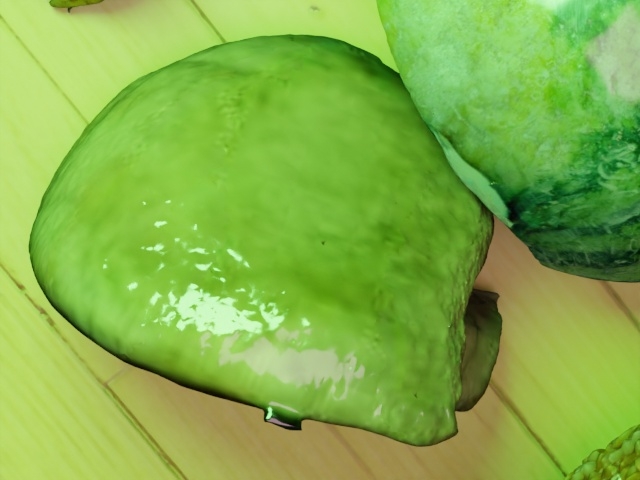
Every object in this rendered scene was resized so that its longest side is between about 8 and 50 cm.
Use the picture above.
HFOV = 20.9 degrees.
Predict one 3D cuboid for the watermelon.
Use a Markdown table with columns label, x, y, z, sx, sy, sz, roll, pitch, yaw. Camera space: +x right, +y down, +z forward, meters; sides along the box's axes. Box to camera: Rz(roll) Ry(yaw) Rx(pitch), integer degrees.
| label | x | y | z | sx | sy | sz | roll | pitch | yaw |
| --- | --- | --- | --- | --- | --- | --- | --- | --- | --- |
| watermelon | 0.189 | -0.094 | 1.019 | 0.224 | 0.180 | 0.305 | -37 | 106 | 17 |

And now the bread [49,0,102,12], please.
| label | x | y | z | sx | sy | sz | roll | pitch | yaw |
| --- | --- | --- | --- | --- | --- | --- | --- | --- | --- |
| bread | -0.155 | -0.230 | 1.029 | 0.140 | 0.169 | 0.160 | 27 | 141 | -8 |

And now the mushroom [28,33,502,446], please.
| label | x | y | z | sx | sy | sz | roll | pitch | yaw |
| --- | --- | --- | --- | --- | --- | --- | --- | --- | --- |
| mushroom | -0.004 | -0.001 | 1.004 | 0.292 | 0.217 | 0.212 | 30 | 98 | -9 |

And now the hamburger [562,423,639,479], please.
| label | x | y | z | sx | sy | sz | roll | pitch | yaw |
| --- | --- | --- | --- | --- | --- | --- | --- | --- | --- |
| hamburger | 0.234 | 0.261 | 1.028 | 0.250 | 0.330 | 0.330 | 35 | 99 | -15 |
